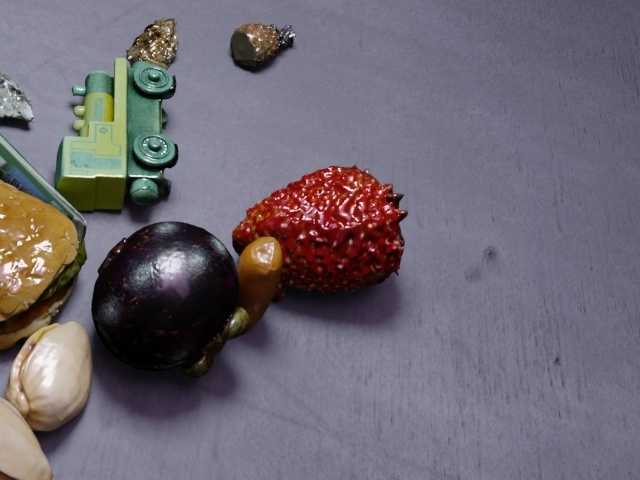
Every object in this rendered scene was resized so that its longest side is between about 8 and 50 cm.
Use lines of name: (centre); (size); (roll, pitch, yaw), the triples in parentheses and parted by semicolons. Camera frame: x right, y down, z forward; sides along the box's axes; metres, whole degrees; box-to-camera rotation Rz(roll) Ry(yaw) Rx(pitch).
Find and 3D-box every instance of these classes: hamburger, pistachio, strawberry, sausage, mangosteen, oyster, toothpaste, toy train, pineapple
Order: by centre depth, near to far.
pistachio: (-0.528, 0.332, 1.448); (0.229, 0.157, 0.157); (47, 51, -4)
pistachio: (-0.461, 0.235, 1.563); (0.145, 0.117, 0.200); (52, 31, -34)
mangosteen: (-0.266, 0.109, 1.638); (0.288, 0.288, 0.288); (12, 53, -16)
hamburger: (-0.527, 0.031, 1.643); (0.209, 0.162, 0.330); (6, 50, -18)
sausage: (-0.125, 0.082, 1.731); (0.098, 0.238, 0.098); (10, 51, -13)
toothpaste: (-0.591, -0.129, 1.781); (0.392, 0.099, 0.061); (44, 45, 14)
strawberry: (0.001, 0.002, 1.864); (0.343, 0.292, 0.292); (-23, 66, -8)
oyster: (-0.671, -0.300, 1.881); (0.177, 0.064, 0.125); (12, 57, -13)
toy train: (-0.421, -0.231, 1.894); (0.237, 0.150, 0.369); (2, 54, -15)
oyster: (-0.379, -0.459, 2.130); (0.105, 0.056, 0.177); (28, 54, 7)
pineapple: (-0.130, -0.491, 2.231); (0.108, 0.108, 0.198); (47, 44, 13)
